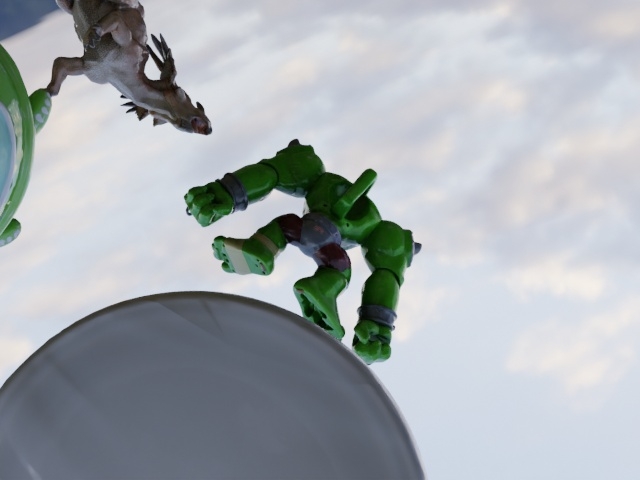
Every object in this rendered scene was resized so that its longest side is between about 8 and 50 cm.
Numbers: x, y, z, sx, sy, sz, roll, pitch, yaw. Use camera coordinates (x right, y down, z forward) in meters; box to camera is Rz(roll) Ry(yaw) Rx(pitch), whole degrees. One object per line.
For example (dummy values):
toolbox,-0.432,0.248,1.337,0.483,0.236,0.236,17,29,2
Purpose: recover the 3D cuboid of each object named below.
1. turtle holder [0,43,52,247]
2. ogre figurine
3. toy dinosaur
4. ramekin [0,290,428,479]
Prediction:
turtle holder,-0.425,-0.067,1.455,0.320,0.243,0.227,-43,175,14
ogre figurine,0.000,0.000,1.235,0.197,0.097,0.118,31,-121,19
toy dinosaur,-0.245,-0.255,1.853,0.127,0.295,0.200,-12,178,36
ramekin,-0.064,0.162,0.910,0.273,0.272,0.127,-20,175,9
